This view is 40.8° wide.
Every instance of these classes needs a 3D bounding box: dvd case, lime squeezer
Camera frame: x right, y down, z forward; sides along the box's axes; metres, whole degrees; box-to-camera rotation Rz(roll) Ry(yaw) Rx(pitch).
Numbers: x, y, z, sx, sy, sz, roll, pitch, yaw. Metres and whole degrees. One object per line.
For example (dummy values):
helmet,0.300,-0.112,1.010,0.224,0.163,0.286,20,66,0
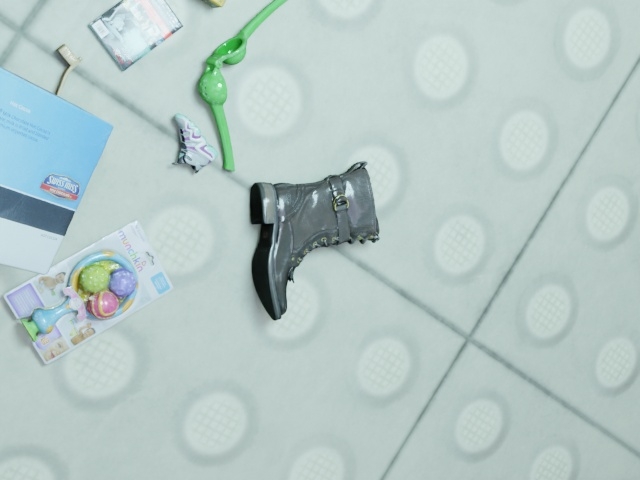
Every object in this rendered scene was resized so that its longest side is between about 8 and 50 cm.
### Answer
dvd case,-0.284,-0.332,1.328,0.119,0.013,0.087,-42,115,-13
lime squeezer,-0.133,-0.272,1.387,0.110,0.059,0.310,17,93,-27

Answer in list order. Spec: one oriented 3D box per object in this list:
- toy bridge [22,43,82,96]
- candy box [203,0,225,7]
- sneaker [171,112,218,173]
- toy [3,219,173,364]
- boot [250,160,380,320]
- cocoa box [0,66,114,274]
toy bridge,-0.428,-0.213,1.280,0.188,0.026,0.063,-42,117,-11
candy box,-0.208,-0.453,1.316,0.186,0.053,0.109,28,89,-26
sneaker,-0.218,-0.150,1.383,0.069,0.038,0.098,-44,115,-11
toy,-0.357,0.086,1.360,0.237,0.056,0.137,-30,113,-16
boot,0.000,0.000,1.488,0.229,0.091,0.263,-6,101,-23
cocoa box,-0.478,-0.128,1.052,0.347,0.231,0.228,25,89,-61
